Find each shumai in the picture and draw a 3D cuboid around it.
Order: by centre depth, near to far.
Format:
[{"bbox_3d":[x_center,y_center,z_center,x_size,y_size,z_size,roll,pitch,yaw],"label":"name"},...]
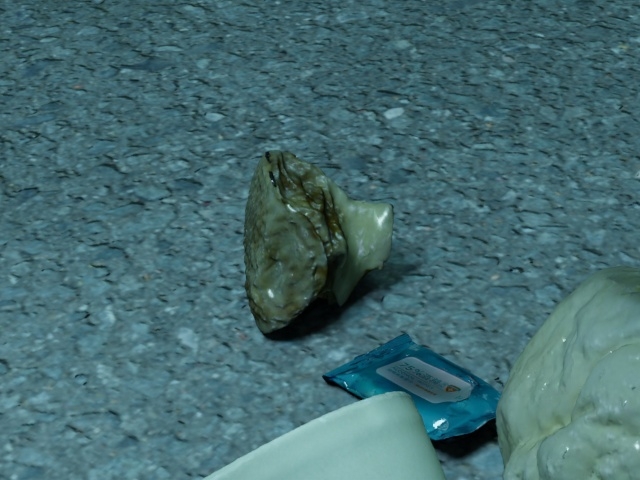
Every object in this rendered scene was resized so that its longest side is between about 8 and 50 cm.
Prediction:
[{"bbox_3d":[0.000,-0.002,1.238,0.116,0.146,0.145,3,33,-10],"label":"shumai"}]

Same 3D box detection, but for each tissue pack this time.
[{"bbox_3d":[0.075,0.112,1.148,0.085,0.028,0.138,-21,33,-32],"label":"tissue pack"}]

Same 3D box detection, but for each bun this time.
[{"bbox_3d":[0.239,0.136,0.945,0.281,0.205,0.281,20,2,-1],"label":"bun"}]

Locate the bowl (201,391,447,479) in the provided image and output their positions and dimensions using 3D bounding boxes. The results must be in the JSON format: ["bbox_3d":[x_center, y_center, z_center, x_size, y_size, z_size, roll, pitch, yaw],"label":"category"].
[{"bbox_3d":[-0.033,0.211,0.828,0.277,0.277,0.145,-25,76,-31],"label":"bowl"}]
